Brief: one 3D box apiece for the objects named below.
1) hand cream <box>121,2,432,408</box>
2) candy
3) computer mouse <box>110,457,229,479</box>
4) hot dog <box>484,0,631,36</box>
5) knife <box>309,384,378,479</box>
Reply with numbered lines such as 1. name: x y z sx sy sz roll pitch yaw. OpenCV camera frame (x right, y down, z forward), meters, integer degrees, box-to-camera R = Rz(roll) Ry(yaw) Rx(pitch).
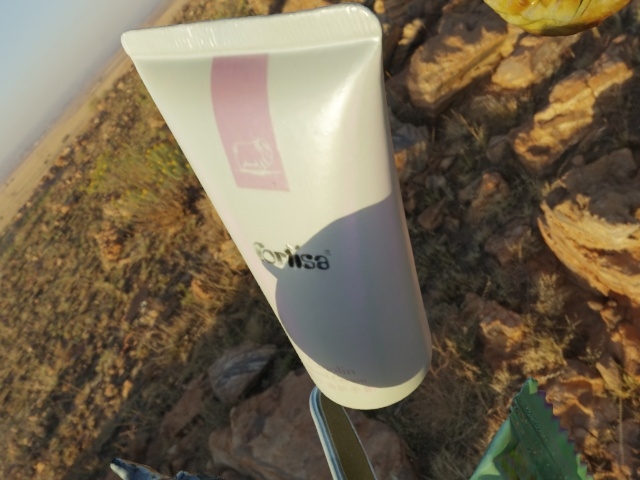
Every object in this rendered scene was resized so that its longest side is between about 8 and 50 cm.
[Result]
1. hand cream: 0.000 0.000 0.428 0.186 0.358 0.118 9 51 32
2. candy: 0.233 0.415 0.785 0.398 0.262 0.172 -40 30 -12
3. computer mouse: 0.012 0.255 0.308 0.122 0.371 0.188 -52 -6 -36
4. hot dog: 0.179 -0.246 0.311 0.272 0.122 0.196 -51 17 -4
5. knife: 0.043 0.292 0.650 0.027 0.061 0.343 -59 32 23
